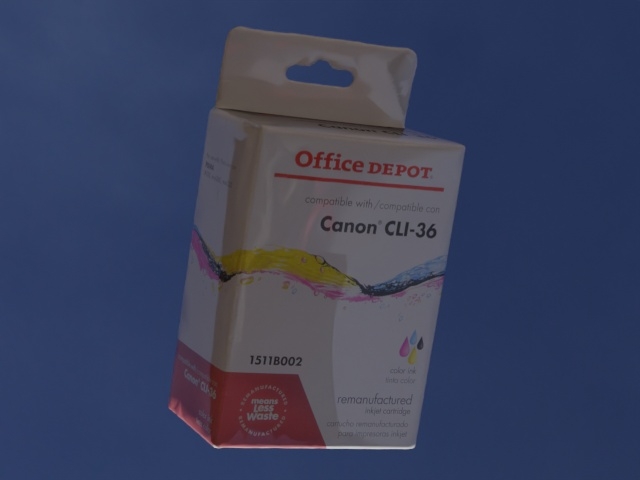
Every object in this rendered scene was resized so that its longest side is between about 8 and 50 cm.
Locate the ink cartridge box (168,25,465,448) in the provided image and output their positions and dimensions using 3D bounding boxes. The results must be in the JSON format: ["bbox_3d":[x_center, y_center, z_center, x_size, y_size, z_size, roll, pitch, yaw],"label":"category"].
[{"bbox_3d":[0.000,0.000,0.813,0.115,0.198,0.067,3,-169,-27],"label":"ink cartridge box"}]
